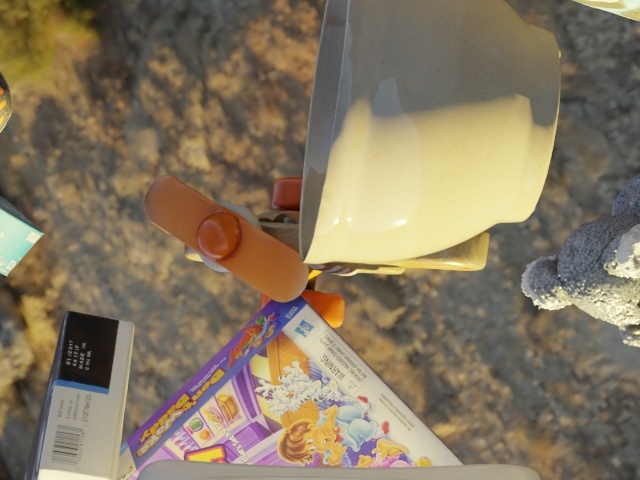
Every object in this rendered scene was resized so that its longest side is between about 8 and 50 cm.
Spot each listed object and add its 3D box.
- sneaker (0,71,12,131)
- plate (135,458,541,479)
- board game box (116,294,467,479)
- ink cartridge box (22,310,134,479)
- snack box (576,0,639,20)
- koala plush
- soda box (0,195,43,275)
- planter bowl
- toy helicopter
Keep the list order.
[{"bbox_3d":[-0.449,-0.075,1.423,0.180,0.321,0.124,-89,-22,-73],"label":"sneaker"},{"bbox_3d":[-0.012,0.237,0.913,0.045,0.278,0.277,76,-162,-44],"label":"plate"},{"bbox_3d":[0.010,0.243,1.369,0.347,0.233,0.078,46,179,-19],"label":"board game box"},{"bbox_3d":[-0.221,0.228,1.274,0.165,0.065,0.332,-91,16,-47],"label":"ink cartridge box"},{"bbox_3d":[0.293,-0.231,1.059,0.060,0.322,0.187,177,107,-78],"label":"snack box"},{"bbox_3d":[0.332,0.021,1.605,0.196,0.221,0.203,-22,80,53],"label":"koala plush"},{"bbox_3d":[-0.390,-0.029,1.663,0.071,0.067,0.210,41,179,22],"label":"soda box"},{"bbox_3d":[0.054,-0.063,0.744,0.162,0.109,0.162,-173,90,-84],"label":"planter bowl"},{"bbox_3d":[0.000,0.000,1.353,0.355,0.235,0.140,-1,81,52],"label":"toy helicopter"}]
